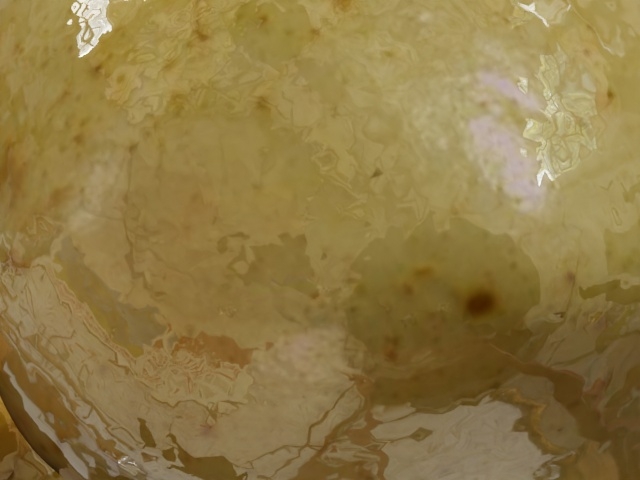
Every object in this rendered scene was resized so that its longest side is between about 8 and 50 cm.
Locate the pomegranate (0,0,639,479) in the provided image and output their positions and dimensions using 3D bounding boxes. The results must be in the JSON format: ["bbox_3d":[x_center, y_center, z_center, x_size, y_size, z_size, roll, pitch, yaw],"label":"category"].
[{"bbox_3d":[0.000,0.000,0.616,0.319,0.319,0.319,1,93,20],"label":"pomegranate"}]
